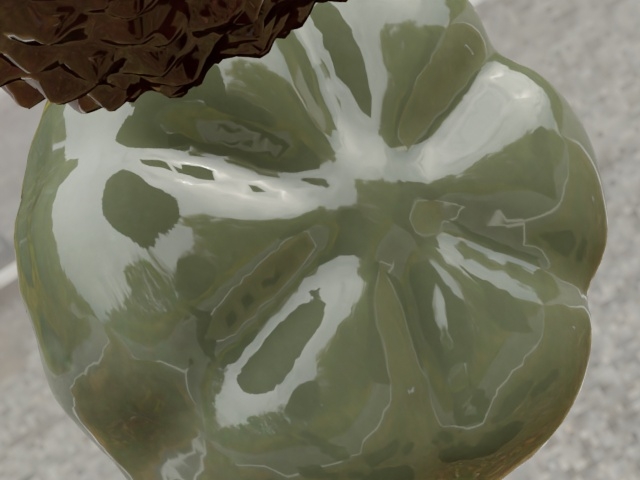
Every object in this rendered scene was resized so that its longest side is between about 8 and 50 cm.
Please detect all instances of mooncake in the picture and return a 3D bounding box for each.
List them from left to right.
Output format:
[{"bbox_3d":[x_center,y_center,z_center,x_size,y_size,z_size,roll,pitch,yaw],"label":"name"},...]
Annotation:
[{"bbox_3d":[0.000,0.000,0.852,0.275,0.275,0.135,-43,4,-33],"label":"mooncake"}]

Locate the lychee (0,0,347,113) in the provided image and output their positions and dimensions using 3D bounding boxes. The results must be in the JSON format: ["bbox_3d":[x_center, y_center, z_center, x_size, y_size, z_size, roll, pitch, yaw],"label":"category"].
[{"bbox_3d":[-0.070,-0.167,0.601,0.300,0.264,0.264,18,49,44],"label":"lychee"}]
